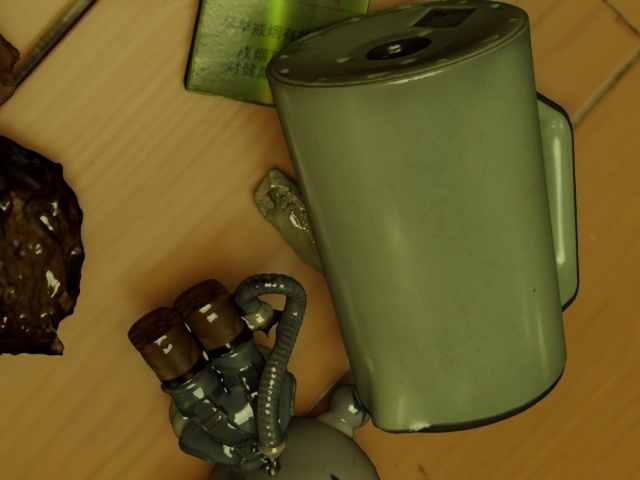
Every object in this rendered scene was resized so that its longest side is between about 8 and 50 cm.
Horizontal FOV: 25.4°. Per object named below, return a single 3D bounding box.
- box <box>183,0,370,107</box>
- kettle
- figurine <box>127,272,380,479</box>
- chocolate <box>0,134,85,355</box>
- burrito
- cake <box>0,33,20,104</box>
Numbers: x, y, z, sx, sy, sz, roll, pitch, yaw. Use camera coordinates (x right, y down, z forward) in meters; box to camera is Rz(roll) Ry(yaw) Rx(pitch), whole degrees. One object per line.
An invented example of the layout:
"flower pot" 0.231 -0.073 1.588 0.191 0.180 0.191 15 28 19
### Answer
"box" -0.026 -0.288 1.437 0.173 0.043 0.311 8 109 -13
"kettle" 0.140 -0.044 1.438 0.361 0.250 0.376 -35 121 -44
"figurine" -0.065 0.223 1.488 0.261 0.186 0.382 -29 110 1
"chocolate" -0.302 0.028 1.360 0.224 0.177 0.206 31 97 -43
"burrito" 0.000 0.001 1.523 0.058 0.045 0.188 -44 108 7
"cake" -0.447 -0.199 1.283 0.282 0.256 0.290 -31 110 -5
